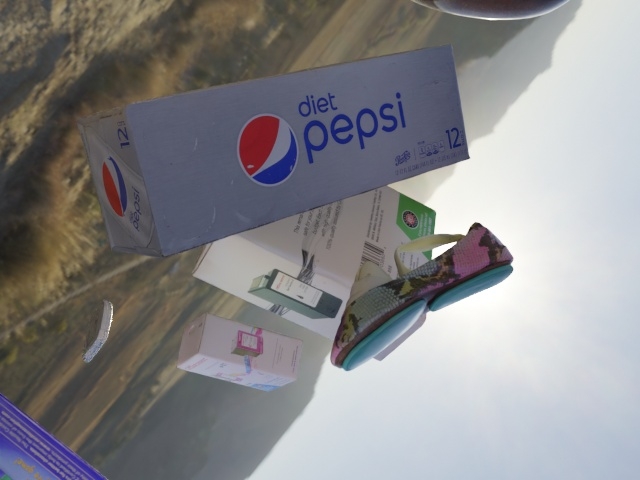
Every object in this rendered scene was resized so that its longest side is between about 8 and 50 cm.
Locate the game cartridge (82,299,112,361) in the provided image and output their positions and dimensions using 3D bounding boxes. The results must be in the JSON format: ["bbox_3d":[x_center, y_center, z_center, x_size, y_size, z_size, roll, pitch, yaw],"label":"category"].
[{"bbox_3d":[-0.314,0.125,1.022,0.056,0.017,0.083,-52,-152,27],"label":"game cartridge"}]

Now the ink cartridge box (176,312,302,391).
[{"bbox_3d":[-0.096,0.132,0.841,0.088,0.122,0.052,-37,-142,57],"label":"ink cartridge box"}]

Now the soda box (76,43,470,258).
[{"bbox_3d":[-0.020,-0.075,0.537,0.286,0.098,0.091,-20,-166,-34],"label":"soda box"}]

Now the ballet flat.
[{"bbox_3d":[0.084,0.043,0.678,0.221,0.079,0.077,-26,155,-25],"label":"ballet flat"}]

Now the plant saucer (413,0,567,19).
[{"bbox_3d":[0.230,-0.390,1.064,0.310,0.310,0.050,-47,151,-48],"label":"plant saucer"}]

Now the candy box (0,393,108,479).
[{"bbox_3d":[-0.359,0.342,0.702,0.122,0.268,0.317,-36,-166,52],"label":"candy box"}]

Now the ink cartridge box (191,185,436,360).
[{"bbox_3d":[0.000,0.000,0.978,0.121,0.289,0.211,-51,-163,45],"label":"ink cartridge box"}]
